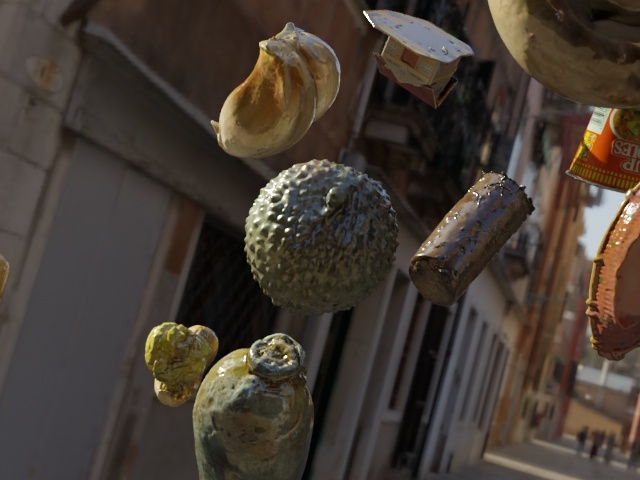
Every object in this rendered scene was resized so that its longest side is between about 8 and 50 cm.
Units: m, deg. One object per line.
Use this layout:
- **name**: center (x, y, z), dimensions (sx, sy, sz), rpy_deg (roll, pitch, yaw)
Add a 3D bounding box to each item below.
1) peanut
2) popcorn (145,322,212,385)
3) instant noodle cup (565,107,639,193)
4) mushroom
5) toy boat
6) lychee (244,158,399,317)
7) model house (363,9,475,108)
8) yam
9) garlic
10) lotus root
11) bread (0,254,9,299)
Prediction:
- **peanut**: center (-0.266, 0.248, 2.051), dimensions (0.087, 0.207, 0.087), rpy_deg (10, -52, 14)
- **popcorn**: center (-0.267, 0.211, 1.910), dimensions (0.116, 0.106, 0.121), rpy_deg (-1, -46, 32)
- **instant noodle cup**: center (0.595, -0.208, 2.016), dimensions (0.193, 0.212, 0.193), rpy_deg (12, 13, -3)
- **mushroom**: center (0.402, -0.358, 1.364), dimensions (0.362, 0.362, 0.294), rpy_deg (15, -11, -2)
- **toy boat**: center (0.476, 0.044, 1.548), dimensions (0.141, 0.318, 0.099), rpy_deg (15, 15, 8)
- **lychee**: center (0.000, 0.000, 1.714), dimensions (0.255, 0.255, 0.274), rpy_deg (15, -29, 1)
- **model house**: center (0.177, -0.371, 2.142), dimensions (0.219, 0.136, 0.207), rpy_deg (34, 32, 19)
- **yam**: center (0.275, -0.010, 1.897), dimensions (0.131, 0.279, 0.131), rpy_deg (31, -33, 23)
- **garlic**: center (-0.093, -0.324, 2.344), dimensions (0.249, 0.313, 0.286), rpy_deg (19, 37, -9)
- **lotus root**: center (-0.100, 0.294, 1.476), dimensions (0.174, 0.350, 0.175), rpy_deg (5, 29, -3)
- **bread**: center (-0.486, 0.086, 1.357), dimensions (0.134, 0.173, 0.085), rpy_deg (-23, -49, 28)
